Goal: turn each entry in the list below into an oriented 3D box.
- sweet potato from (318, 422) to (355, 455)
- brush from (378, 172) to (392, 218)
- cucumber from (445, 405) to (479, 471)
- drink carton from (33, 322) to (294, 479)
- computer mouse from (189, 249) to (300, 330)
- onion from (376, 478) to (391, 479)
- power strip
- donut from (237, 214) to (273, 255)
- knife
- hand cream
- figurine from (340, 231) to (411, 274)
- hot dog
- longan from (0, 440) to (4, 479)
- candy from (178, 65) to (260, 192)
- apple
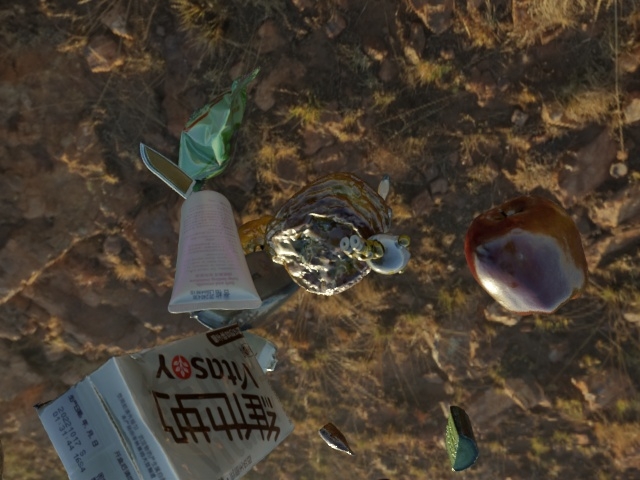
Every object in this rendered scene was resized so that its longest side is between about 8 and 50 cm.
[{"bbox_3d":[0.049,0.544,1.507,0.117,0.049,0.049,34,142,27],"label":"sweet potato"},{"bbox_3d":[0.144,-0.089,1.320,0.070,0.021,0.196,5,144,0],"label":"brush"},{"bbox_3d":[0.351,0.494,1.382,0.062,0.115,0.116,3,111,3],"label":"cucumber"},{"bbox_3d":[-0.171,0.232,0.726,0.132,0.324,0.194,-35,80,12],"label":"drink carton"},{"bbox_3d":[-0.202,0.148,1.494,0.188,0.371,0.121,32,128,29],"label":"computer mouse"},{"bbox_3d":[0.142,0.558,1.162,0.104,0.115,0.115,-42,121,-8],"label":"onion"},{"bbox_3d":[-0.235,0.294,1.541,0.058,0.098,0.338,40,160,-34],"label":"power strip"},{"bbox_3d":[-0.205,0.038,1.920,0.254,0.253,0.118,-6,159,21],"label":"donut"},{"bbox_3d":[-0.371,-0.148,1.540,0.027,0.061,0.343,-1,146,45],"label":"knife"},{"bbox_3d":[-0.244,0.027,1.242,0.186,0.358,0.118,0,130,-15],"label":"hand cream"},{"bbox_3d":[0.094,0.016,0.886,0.102,0.068,0.143,-6,166,15],"label":"figurine"},{"bbox_3d":[0.000,0.000,1.028,0.196,0.122,0.272,42,131,-9],"label":"hot dog"},{"bbox_3d":[-0.793,0.461,1.033,0.336,0.404,0.404,11,135,6],"label":"longan"},{"bbox_3d":[-0.307,-0.350,1.697,0.172,0.262,0.398,31,121,-19],"label":"candy"},{"bbox_3d":[0.534,0.035,1.450,0.288,0.288,0.316,-24,108,33],"label":"apple"}]
